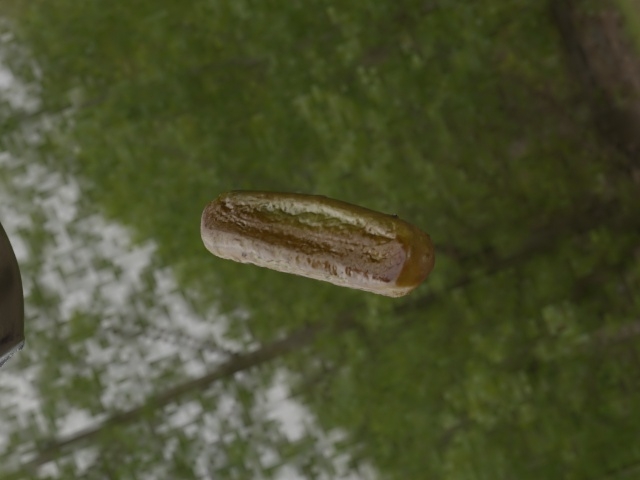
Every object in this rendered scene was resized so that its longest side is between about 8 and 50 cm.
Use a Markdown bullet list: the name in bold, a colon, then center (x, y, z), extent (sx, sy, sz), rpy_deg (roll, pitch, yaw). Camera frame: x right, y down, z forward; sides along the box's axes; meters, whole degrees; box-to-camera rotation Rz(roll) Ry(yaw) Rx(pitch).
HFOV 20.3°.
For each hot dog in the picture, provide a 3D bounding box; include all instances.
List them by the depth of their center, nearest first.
- **hot dog**: center (0.000, 0.000, 1.317), extent (0.047, 0.216, 0.066), rpy_deg (37, -110, -45)

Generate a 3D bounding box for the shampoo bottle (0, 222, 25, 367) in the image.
- **shampoo bottle**: center (-0.340, 0.023, 1.104), extent (0.266, 0.273, 0.273), rpy_deg (53, -173, 1)
